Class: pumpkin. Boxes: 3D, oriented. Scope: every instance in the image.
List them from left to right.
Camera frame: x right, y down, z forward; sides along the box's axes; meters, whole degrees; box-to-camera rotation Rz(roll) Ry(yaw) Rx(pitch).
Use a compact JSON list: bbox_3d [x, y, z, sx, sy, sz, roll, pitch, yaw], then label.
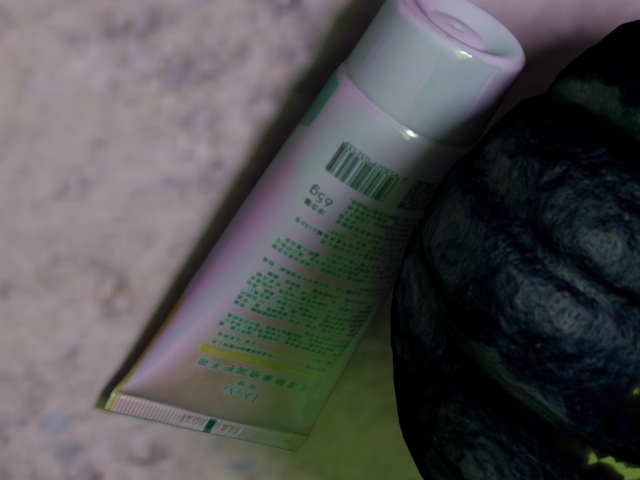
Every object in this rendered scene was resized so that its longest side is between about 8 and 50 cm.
[{"bbox_3d":[0.107,0.016,0.489,0.194,0.150,0.194,-17,159,-7],"label":"pumpkin"}]

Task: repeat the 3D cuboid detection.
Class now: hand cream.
[{"bbox_3d":[0.000,0.000,0.515,0.076,0.047,0.174,17,120,-27],"label":"hand cream"}]
